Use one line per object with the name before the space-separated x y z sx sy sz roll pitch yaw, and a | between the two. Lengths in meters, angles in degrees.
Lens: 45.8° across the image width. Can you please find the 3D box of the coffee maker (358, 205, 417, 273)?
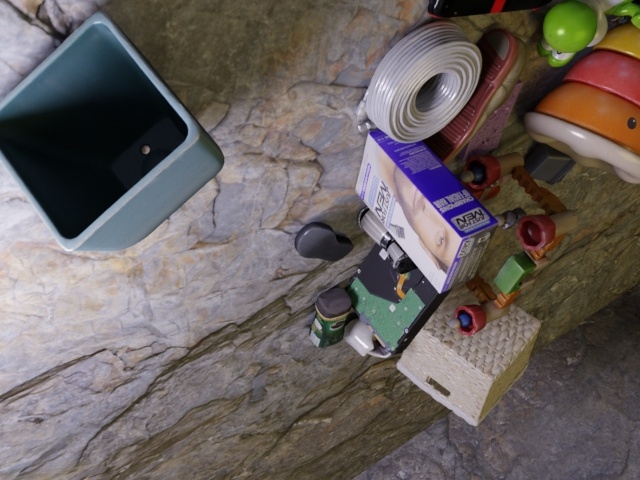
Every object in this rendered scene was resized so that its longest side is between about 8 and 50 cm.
coffee maker | 0.204 -0.032 1.834 0.171 0.178 0.120 -44 150 11

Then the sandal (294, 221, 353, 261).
sandal | 0.000 0.001 1.802 0.097 0.054 0.254 -35 160 9

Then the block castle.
block castle | 0.422 0.009 1.979 0.213 0.303 0.453 -16 148 -32

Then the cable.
cable | 0.212 -0.319 1.546 0.257 0.089 0.257 -16 143 -32

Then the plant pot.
plant pot | -0.292 -0.133 1.141 0.247 0.248 0.252 -41 165 4

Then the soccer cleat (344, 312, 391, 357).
soccer cleat | 0.192 0.300 2.298 0.331 0.143 0.116 6 128 -50

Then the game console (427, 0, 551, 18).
game console | 0.384 -0.597 1.400 0.342 0.060 0.386 -14 141 -29

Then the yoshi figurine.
yoshi figurine | 0.606 -0.522 1.608 0.203 0.203 0.362 22 119 -38

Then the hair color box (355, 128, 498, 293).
hair color box | 0.217 -0.075 1.631 0.110 0.339 0.185 -22 146 -26

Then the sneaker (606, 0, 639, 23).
sneaker | 0.730 -0.586 1.730 0.221 0.087 0.083 -50 148 20

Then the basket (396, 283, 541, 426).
basket | 0.478 0.335 2.410 0.331 0.328 0.266 -37 151 -34

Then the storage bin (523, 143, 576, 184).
storage bin | 0.629 -0.226 2.103 0.091 0.098 0.135 1 150 -24

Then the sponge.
sponge | 0.408 -0.294 1.839 0.117 0.031 0.210 -22 146 -25

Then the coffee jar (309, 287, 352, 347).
coffee jar | 0.027 0.210 2.070 0.096 0.079 0.184 -18 145 -25

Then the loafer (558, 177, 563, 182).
loafer | 0.720 -0.236 2.226 0.148 0.050 0.056 -47 155 -16

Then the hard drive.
hard drive | 0.215 0.102 1.968 0.064 0.237 0.339 -2 133 -44

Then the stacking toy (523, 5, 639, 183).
stacking toy | 0.750 -0.412 1.853 0.351 0.351 0.479 13 105 -53

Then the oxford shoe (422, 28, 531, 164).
oxford shoe | 0.349 -0.293 1.683 0.130 0.123 0.348 5 129 -44
